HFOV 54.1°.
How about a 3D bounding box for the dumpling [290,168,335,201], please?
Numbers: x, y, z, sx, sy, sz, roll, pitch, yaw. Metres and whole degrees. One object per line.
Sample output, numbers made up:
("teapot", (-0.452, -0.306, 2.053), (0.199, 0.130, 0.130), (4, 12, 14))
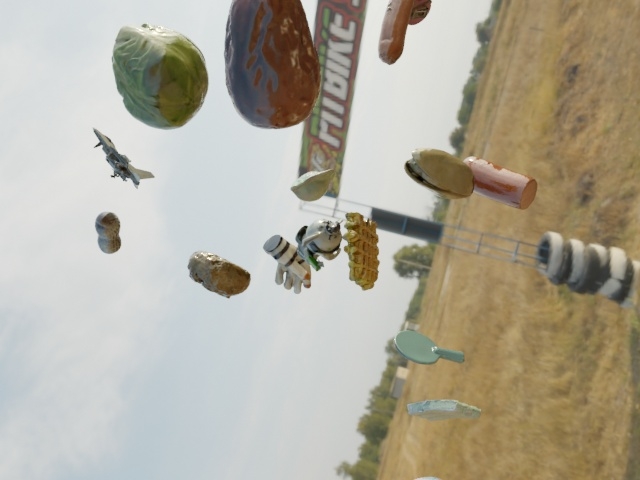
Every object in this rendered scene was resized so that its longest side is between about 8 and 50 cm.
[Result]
("dumpling", (-0.026, -0.217, 2.316), (0.216, 0.104, 0.149), (-13, -50, -55))

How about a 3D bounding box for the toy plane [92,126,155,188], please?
("toy plane", (-0.608, -0.238, 1.861), (0.082, 0.234, 0.160), (-53, 6, -26))

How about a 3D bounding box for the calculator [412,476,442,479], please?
("calculator", (0.185, 0.667, 1.533), (0.293, 0.051, 0.173), (-22, -5, -27))

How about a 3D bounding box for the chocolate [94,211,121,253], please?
("chocolate", (-0.610, -0.022, 1.805), (0.167, 0.072, 0.072), (106, -174, -50))

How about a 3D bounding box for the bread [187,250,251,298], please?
("bread", (-0.358, 0.122, 2.188), (0.230, 0.229, 0.123), (55, -124, -76))

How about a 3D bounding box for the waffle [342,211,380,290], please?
("waffle", (0.136, 0.018, 1.989), (0.309, 0.065, 0.283), (-73, -30, -54))

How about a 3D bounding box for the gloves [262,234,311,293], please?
("gloves", (-0.106, 0.085, 2.254), (0.218, 0.140, 0.131), (44, -136, -27))

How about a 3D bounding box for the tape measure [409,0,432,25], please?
("tape measure", (0.316, -0.797, 2.144), (0.125, 0.074, 0.118), (-21, -26, -19))

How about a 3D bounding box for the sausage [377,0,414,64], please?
("sausage", (0.263, -0.763, 2.030), (0.094, 0.094, 0.419), (146, 140, -78))

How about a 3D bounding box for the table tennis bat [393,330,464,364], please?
("table tennis bat", (0.356, 0.358, 2.049), (0.153, 0.244, 0.040), (-89, 15, -60))

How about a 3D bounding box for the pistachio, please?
("pistachio", (0.340, -0.189, 1.782), (0.136, 0.225, 0.136), (-52, 25, 38))

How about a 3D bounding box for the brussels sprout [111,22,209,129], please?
("brussels sprout", (-0.528, -0.549, 2.051), (0.289, 0.354, 0.281), (-49, 0, 38))

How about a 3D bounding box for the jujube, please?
("jujube", (-0.111, -0.412, 1.424), (0.223, 0.223, 0.318), (-57, -32, -58))

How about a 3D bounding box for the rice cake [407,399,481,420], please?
("rice cake", (0.379, 0.526, 1.943), (0.237, 0.127, 0.043), (-27, 47, 54))

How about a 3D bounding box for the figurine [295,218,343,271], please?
("figurine", (0.000, 0.000, 1.706), (0.147, 0.126, 0.192), (-39, -3, -33))

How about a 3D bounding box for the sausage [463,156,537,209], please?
("sausage", (0.551, -0.186, 1.990), (0.113, 0.259, 0.114), (-26, -50, -36))
